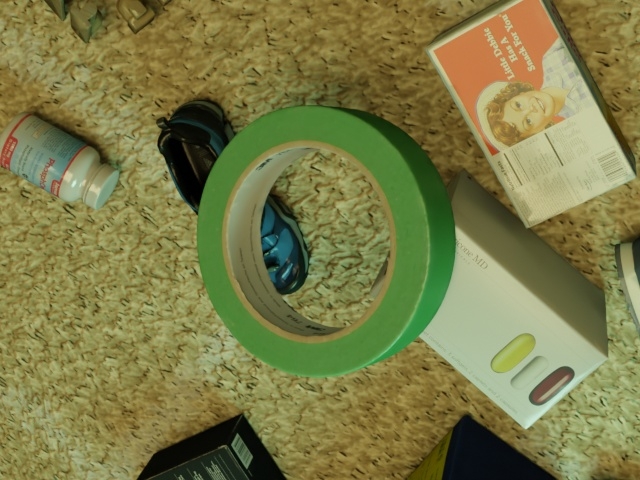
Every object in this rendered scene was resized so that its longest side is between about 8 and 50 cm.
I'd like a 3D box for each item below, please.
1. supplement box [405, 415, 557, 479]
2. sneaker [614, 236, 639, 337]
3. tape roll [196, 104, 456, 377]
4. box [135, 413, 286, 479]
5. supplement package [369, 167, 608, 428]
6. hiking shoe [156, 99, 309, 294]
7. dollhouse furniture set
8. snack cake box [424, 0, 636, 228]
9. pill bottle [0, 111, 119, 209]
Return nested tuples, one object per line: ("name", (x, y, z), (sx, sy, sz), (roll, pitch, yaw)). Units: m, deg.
("supplement box", (0.171, 0.468, 1.486), (0.195, 0.194, 0.356), (36, 115, -1))
("sneaker", (0.491, 0.132, 1.318), (0.131, 0.112, 0.319), (-21, 106, 24))
("tape roll", (0.000, 0.000, 1.228), (0.321, 0.077, 0.321), (3, 95, 30))
("box", (-0.138, 0.428, 1.600), (0.184, 0.103, 0.261), (-27, 103, 19))
("supplement package", (0.221, 0.067, 1.311), (0.262, 0.204, 0.145), (40, 114, -3))
("hiking shoe", (-0.128, -0.041, 1.397), (0.113, 0.132, 0.304), (-30, 101, 23))
("dollhouse furniture set", (-0.280, -0.342, 1.376), (0.151, 0.123, 0.144), (-42, 98, -11))
("snack cake box", (0.263, -0.167, 1.272), (0.152, 0.089, 0.264), (-26, 102, 24))
("pill bottle", (-0.372, -0.110, 1.457), (0.160, 0.087, 0.087), (29, 115, 2))
